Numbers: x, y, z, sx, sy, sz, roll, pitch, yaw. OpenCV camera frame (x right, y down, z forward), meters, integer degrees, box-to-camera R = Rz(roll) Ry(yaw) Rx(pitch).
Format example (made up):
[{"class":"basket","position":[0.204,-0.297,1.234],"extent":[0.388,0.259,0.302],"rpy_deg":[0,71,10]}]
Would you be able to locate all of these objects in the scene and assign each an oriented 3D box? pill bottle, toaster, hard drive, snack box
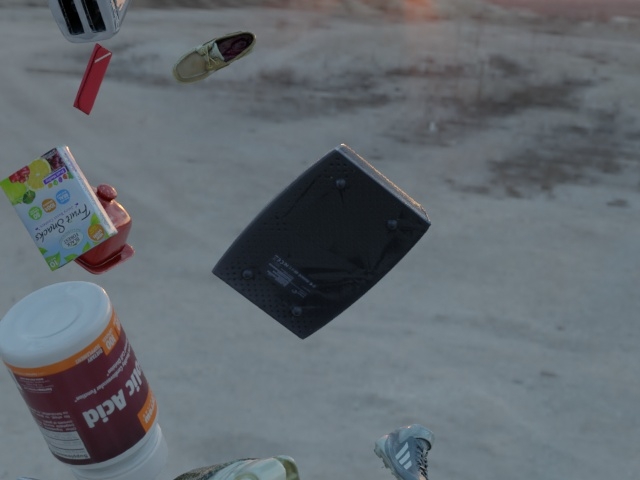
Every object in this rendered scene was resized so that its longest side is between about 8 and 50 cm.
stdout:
[{"class":"pill bottle","position":[-0.441,0.291,2.387],"extent":[0.224,0.392,0.224],"rpy_deg":[-13,34,9]},{"class":"toaster","position":[-0.409,-0.446,2.203],"extent":[0.129,0.227,0.146],"rpy_deg":[-4,41,9]},{"class":"hard drive","position":[0.000,0.000,1.576],"extent":[0.172,0.255,0.054],"rpy_deg":[37,32,-14]},{"class":"snack box","position":[-0.355,-0.044,1.702],"extent":[0.100,0.141,0.037],"rpy_deg":[-30,3,15]}]

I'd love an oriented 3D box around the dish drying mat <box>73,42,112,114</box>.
[{"class":"dish drying mat","position":[-0.277,-0.197,1.535],"extent":[0.008,0.083,0.032],"rpy_deg":[14,-9,29]}]

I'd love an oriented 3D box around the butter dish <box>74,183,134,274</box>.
[{"class":"butter dish","position":[-0.368,-0.039,2.026],"extent":[0.160,0.118,0.160],"rpy_deg":[37,21,5]}]

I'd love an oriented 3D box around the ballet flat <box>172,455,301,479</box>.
[{"class":"ballet flat","position":[-0.014,0.367,1.519],"extent":[0.483,0.182,0.164],"rpy_deg":[31,49,33]}]

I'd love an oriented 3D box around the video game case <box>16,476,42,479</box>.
[{"class":"video game case","position":[-0.327,0.421,1.638],"extent":[0.212,0.193,0.023],"rpy_deg":[4,-4,32]}]

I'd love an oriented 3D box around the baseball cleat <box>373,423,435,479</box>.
[{"class":"baseball cleat","position":[0.163,0.378,2.177],"extent":[0.109,0.072,0.206],"rpy_deg":[-36,30,-5]}]

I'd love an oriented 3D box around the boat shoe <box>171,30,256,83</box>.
[{"class":"boat shoe","position":[-0.154,-0.271,1.825],"extent":[0.135,0.050,0.045],"rpy_deg":[-31,2,-15]}]
